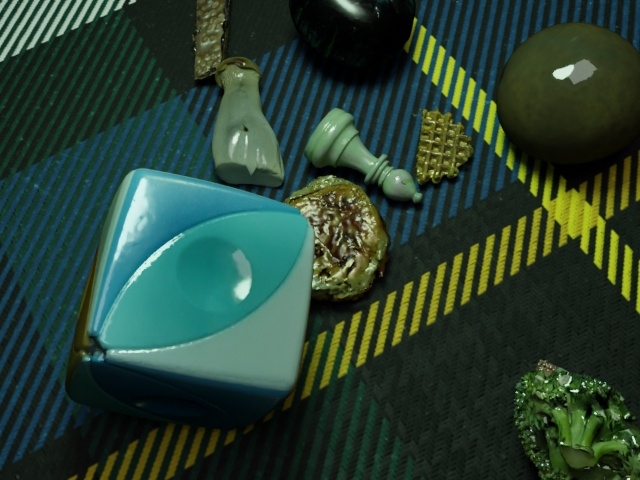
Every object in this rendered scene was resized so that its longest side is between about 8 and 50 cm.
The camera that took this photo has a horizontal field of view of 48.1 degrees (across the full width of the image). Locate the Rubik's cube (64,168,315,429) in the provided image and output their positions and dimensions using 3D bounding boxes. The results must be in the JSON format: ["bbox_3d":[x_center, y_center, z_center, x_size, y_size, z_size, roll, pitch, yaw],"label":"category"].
[{"bbox_3d":[-0.229,0.117,1.247,0.351,0.352,0.347,14,61,-16],"label":"Rubik's cube"}]

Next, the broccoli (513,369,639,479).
[{"bbox_3d":[0.439,0.327,1.229,0.198,0.226,0.176,-38,23,15],"label":"broccoli"}]

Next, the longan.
[{"bbox_3d":[0.537,-0.309,1.526,0.319,0.319,0.319,-2,61,3],"label":"longan"}]

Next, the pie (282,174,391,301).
[{"bbox_3d":[0.000,0.001,1.498,0.308,0.085,0.308,-2,62,3],"label":"pie"}]

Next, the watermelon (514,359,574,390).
[{"bbox_3d":[0.461,0.264,1.332,0.155,0.101,0.080,29,55,8],"label":"watermelon"}]

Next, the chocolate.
[{"bbox_3d":[-0.270,-0.534,1.825,0.102,0.065,0.329,-10,59,14],"label":"chocolate"}]

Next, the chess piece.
[{"bbox_3d":[0.109,-0.165,1.573,0.272,0.139,0.139,35,69,8],"label":"chess piece"}]

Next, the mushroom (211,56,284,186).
[{"bbox_3d":[-0.173,-0.273,1.656,0.159,0.122,0.328,13,57,-32],"label":"mushroom"}]

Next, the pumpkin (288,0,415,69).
[{"bbox_3d":[0.070,-0.550,1.716,0.315,0.238,0.315,6,65,-13],"label":"pumpkin"}]

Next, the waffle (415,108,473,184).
[{"bbox_3d":[0.258,-0.217,1.622,0.161,0.046,0.192,-22,62,-9],"label":"waffle"}]
